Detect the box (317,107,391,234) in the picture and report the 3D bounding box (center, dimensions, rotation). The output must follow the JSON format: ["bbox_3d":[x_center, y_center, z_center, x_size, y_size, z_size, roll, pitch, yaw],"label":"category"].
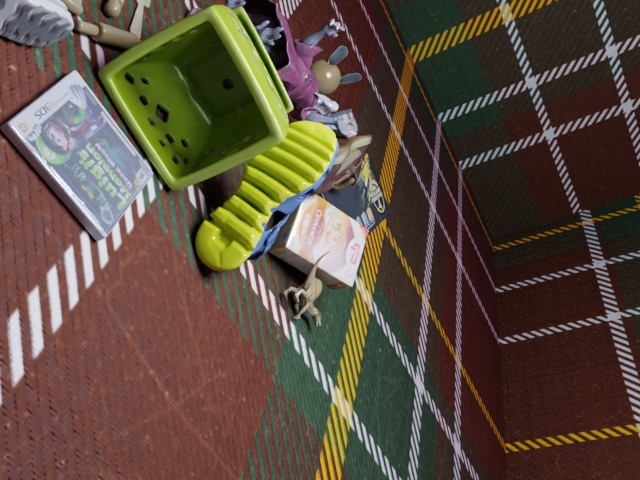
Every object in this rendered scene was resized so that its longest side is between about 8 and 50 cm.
[{"bbox_3d":[0.037,-0.152,1.564,0.318,0.097,0.395,66,27,-7],"label":"box"}]

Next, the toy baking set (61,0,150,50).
[{"bbox_3d":[-0.345,-0.404,1.017,0.256,0.030,0.197,0,73,-64],"label":"toy baking set"}]

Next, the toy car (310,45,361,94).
[{"bbox_3d":[0.001,-0.416,1.558,0.155,0.188,0.149,52,31,-37],"label":"toy car"}]

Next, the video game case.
[{"bbox_3d":[-0.328,-0.122,0.868,0.190,0.022,0.173,58,28,-28],"label":"video game case"}]

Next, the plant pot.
[{"bbox_3d":[-0.182,-0.249,1.031,0.228,0.227,0.207,62,20,-20],"label":"plant pot"}]

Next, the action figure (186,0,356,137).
[{"bbox_3d":[-0.078,-0.338,1.315,0.370,0.275,0.248,40,45,-62],"label":"action figure"}]

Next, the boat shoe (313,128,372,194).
[{"bbox_3d":[0.035,-0.175,1.375,0.342,0.123,0.123,-53,151,-69],"label":"boat shoe"}]

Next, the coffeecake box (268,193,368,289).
[{"bbox_3d":[0.000,0.000,1.307,0.185,0.068,0.142,32,62,-30],"label":"coffeecake box"}]

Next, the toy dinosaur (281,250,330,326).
[{"bbox_3d":[-0.028,0.100,1.255,0.092,0.053,0.183,-24,130,-37],"label":"toy dinosaur"}]

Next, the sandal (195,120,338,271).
[{"bbox_3d":[-0.088,-0.077,1.095,0.126,0.317,0.138,43,-1,14],"label":"sandal"}]

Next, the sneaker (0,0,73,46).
[{"bbox_3d":[-0.427,-0.329,0.737,0.115,0.105,0.281,64,11,12],"label":"sneaker"}]
